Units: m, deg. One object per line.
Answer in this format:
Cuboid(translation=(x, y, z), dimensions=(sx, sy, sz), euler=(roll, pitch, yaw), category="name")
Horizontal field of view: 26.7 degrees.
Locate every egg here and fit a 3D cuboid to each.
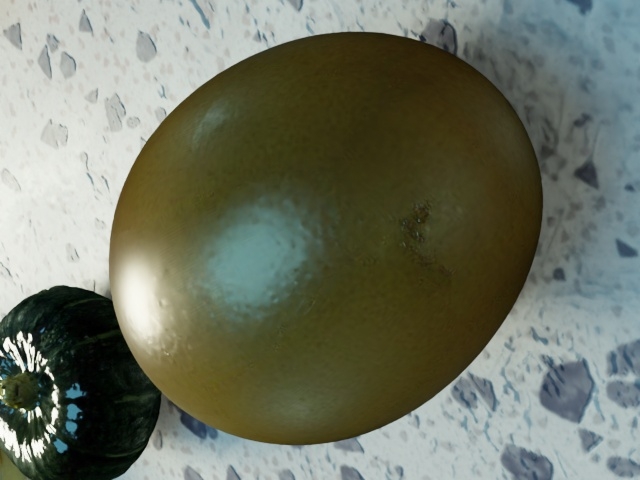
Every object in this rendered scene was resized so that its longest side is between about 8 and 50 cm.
Cuboid(translation=(0.000, 0.000, 0.980), dimensions=(0.351, 0.282, 0.282), euler=(-30, 86, 40), category="egg")

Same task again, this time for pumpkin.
Cuboid(translation=(-0.257, 0.151, 1.374), dimensions=(0.211, 0.152, 0.211), euler=(13, 111, 36), category="pumpkin")

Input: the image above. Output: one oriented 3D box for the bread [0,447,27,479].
Cuboid(translation=(-0.516, 0.250, 1.647), dimensions=(0.375, 0.165, 0.236), euler=(-10, 103, 43), category="bread")
